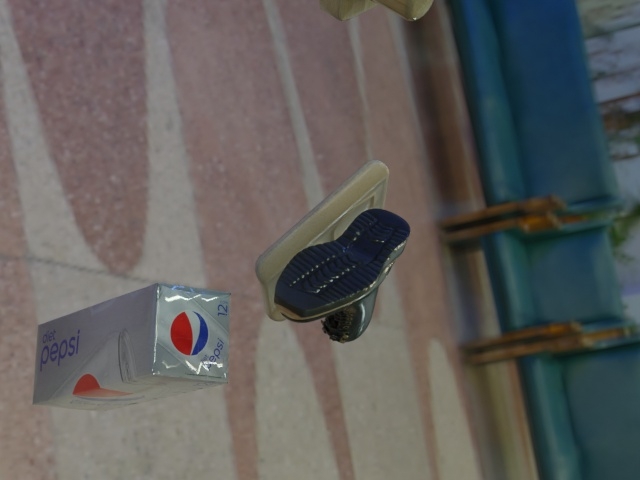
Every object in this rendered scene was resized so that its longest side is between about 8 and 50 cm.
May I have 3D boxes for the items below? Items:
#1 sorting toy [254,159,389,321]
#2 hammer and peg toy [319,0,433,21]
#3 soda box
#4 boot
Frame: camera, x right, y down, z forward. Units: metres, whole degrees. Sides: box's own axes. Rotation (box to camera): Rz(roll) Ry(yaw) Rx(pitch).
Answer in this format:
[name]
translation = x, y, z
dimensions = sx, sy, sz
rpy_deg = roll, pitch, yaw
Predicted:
[sorting toy]
translation = 0.000, 0.000, 1.548
dimensions = 0.038, 0.193, 0.208
rpy_deg = 45, -10, 16
[hammer and peg toy]
translation = 0.115, -0.355, 0.967
dimensions = 0.266, 0.127, 0.361
rpy_deg = -33, 146, -40
[soda box]
translation = -0.208, 0.121, 1.423
dimensions = 0.091, 0.286, 0.098
rpy_deg = 11, 72, -35
[boot]
translation = 0.015, 0.067, 1.305
dimensions = 0.198, 0.077, 0.137
rpy_deg = -31, 147, -47
